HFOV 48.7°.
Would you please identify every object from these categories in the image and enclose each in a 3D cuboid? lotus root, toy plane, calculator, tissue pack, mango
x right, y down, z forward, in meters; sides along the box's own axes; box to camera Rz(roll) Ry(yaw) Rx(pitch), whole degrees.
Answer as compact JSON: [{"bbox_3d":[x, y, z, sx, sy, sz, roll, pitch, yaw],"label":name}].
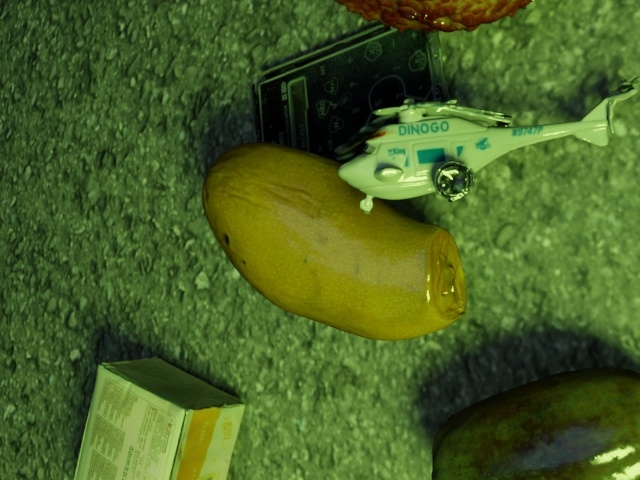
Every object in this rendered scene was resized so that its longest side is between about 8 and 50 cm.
[{"bbox_3d":[0.211,0.191,0.650,0.241,0.123,0.124,-28,79,32],"label":"lotus root"},{"bbox_3d":[0.155,-0.092,0.694,0.182,0.273,0.107,178,86,-78],"label":"toy plane"},{"bbox_3d":[0.028,-0.166,0.864,0.274,0.028,0.166,-13,78,33],"label":"calculator"},{"bbox_3d":[-0.216,0.291,0.929,0.185,0.124,0.225,16,95,34],"label":"tissue pack"},{"bbox_3d":[0.001,0.004,0.794,0.359,0.144,0.187,34,123,27],"label":"mango"}]

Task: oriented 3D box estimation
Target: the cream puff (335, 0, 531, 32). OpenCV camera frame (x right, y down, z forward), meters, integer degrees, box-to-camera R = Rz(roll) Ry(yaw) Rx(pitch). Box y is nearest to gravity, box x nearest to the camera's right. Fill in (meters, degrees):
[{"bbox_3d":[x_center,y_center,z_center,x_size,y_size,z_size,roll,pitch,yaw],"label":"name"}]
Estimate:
[{"bbox_3d":[0.114,-0.371,0.701,0.350,0.228,0.351,-8,76,32],"label":"cream puff"}]
